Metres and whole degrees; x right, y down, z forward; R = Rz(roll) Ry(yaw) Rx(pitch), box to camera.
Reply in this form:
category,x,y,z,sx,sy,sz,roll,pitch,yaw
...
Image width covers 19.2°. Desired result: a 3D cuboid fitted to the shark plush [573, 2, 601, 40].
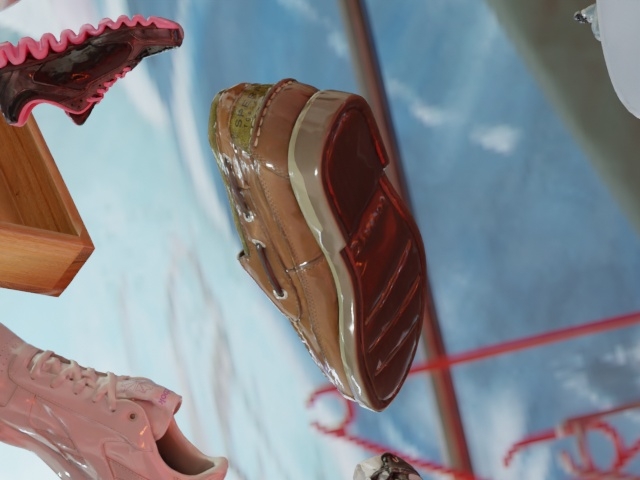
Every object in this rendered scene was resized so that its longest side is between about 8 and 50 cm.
category,x,y,z,sx,sy,sz,roll,pitch,yaw
shark plush,0.211,-0.184,1.392,0.067,0.073,0.161,-37,-154,6

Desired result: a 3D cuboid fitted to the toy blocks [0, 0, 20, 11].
category,x,y,z,sx,sy,sz,roll,pitch,yaw
toy blocks,-0.184,-0.379,1.412,0.309,0.260,0.288,-32,175,-24

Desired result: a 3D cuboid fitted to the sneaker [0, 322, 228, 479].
category,x,y,z,sx,sy,sz,roll,pitch,yaw
sneaker,-0.215,0.149,1.732,0.152,0.305,0.114,-43,-169,21

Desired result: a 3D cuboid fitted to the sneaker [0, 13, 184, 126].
category,x,y,z,sx,sy,sz,roll,pitch,yaw
sneaker,-0.134,-0.096,1.092,0.119,0.057,0.047,-14,177,1

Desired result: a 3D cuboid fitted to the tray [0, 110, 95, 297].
category,x,y,z,sx,sy,sz,roll,pitch,yaw
tray,-0.373,-0.129,1.752,0.203,0.411,0.076,12,127,-42

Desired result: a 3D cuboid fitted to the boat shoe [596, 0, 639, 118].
category,x,y,z,sx,sy,sz,roll,pitch,yaw
boat shoe,0.277,-0.253,1.188,0.156,0.367,0.136,-5,-163,-31

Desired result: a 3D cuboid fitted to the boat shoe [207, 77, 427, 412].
category,x,y,z,sx,sy,sz,roll,pitch,yaw
boat shoe,0.000,0.000,1.362,0.104,0.307,0.111,14,-130,26

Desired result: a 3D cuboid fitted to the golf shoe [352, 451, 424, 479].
category,x,y,z,sx,sy,sz,roll,pitch,yaw
golf shoe,0.053,0.204,1.415,0.077,0.094,0.198,-46,168,-6
